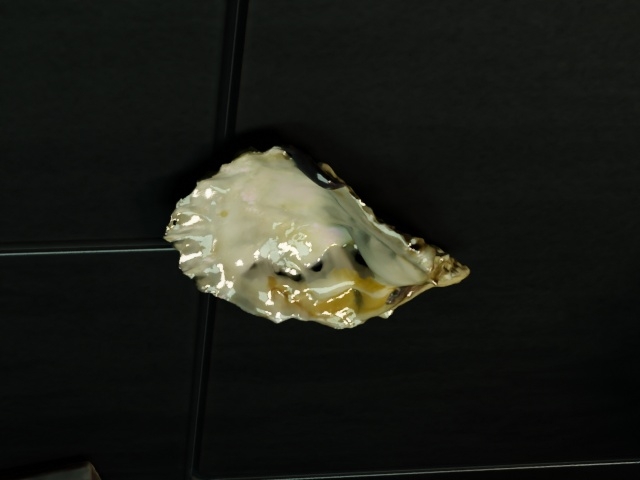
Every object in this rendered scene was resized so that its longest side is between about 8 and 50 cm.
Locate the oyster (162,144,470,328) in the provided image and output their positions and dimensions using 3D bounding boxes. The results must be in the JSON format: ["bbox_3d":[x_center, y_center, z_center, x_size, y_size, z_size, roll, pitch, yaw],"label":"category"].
[{"bbox_3d":[0.000,0.000,0.917,0.146,0.045,0.121,1,149,1],"label":"oyster"}]

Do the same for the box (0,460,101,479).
[{"bbox_3d":[-0.270,0.217,1.188,0.325,0.047,0.180,-10,146,6],"label":"box"}]
